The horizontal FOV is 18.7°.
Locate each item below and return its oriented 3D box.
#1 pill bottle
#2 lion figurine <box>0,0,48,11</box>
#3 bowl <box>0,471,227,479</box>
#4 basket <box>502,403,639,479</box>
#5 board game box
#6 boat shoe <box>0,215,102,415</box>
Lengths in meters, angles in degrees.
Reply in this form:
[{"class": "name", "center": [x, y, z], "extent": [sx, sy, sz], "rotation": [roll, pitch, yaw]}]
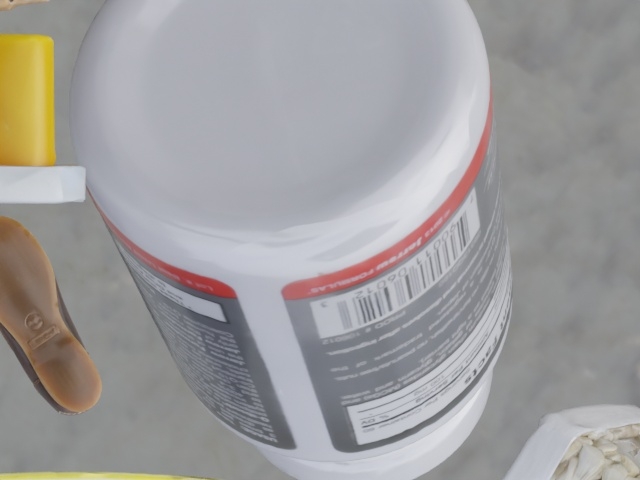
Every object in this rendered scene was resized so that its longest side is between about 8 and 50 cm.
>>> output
[{"class": "pill bottle", "center": [0.000, 0.000, 1.090], "extent": [0.210, 0.210, 0.363], "rotation": [-35, 153, -10]}, {"class": "lion figurine", "center": [-0.358, -0.335, 1.821], "extent": [0.240, 0.142, 0.392], "rotation": [-63, 162, 5]}, {"class": "bowl", "center": [-0.070, 0.114, 0.469], "extent": [0.170, 0.080, 0.170], "rotation": [-5, 160, -2]}, {"class": "basket", "center": [0.114, 0.165, 0.820], "extent": [0.113, 0.103, 0.167], "rotation": [4, 117, -62]}, {"class": "board game box", "center": [-0.324, -0.043, 0.600], "extent": [0.390, 0.390, 0.050], "rotation": [0, 94, -30]}, {"class": "boat shoe", "center": [-0.280, 0.076, 1.885], "extent": [0.073, 0.073, 0.207], "rotation": [-24, 93, -16]}]
